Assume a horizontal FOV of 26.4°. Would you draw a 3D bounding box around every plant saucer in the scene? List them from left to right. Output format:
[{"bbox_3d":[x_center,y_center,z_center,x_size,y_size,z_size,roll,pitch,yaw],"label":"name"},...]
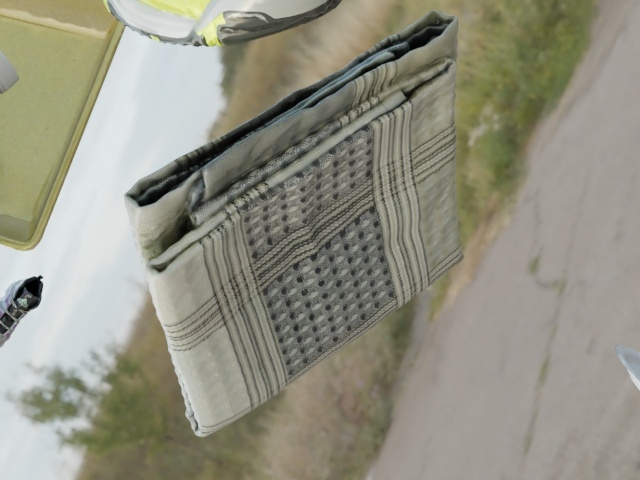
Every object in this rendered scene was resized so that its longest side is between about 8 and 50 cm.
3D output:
[{"bbox_3d":[-0.410,-0.168,1.635,0.081,0.332,0.333,53,-125,-68],"label":"plant saucer"}]

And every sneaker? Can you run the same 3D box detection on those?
[{"bbox_3d":[-0.338,0.075,1.506,0.069,0.038,0.098,-26,33,47],"label":"sneaker"},{"bbox_3d":[-0.112,-0.261,0.931,0.385,0.145,0.147,48,153,41],"label":"sneaker"}]

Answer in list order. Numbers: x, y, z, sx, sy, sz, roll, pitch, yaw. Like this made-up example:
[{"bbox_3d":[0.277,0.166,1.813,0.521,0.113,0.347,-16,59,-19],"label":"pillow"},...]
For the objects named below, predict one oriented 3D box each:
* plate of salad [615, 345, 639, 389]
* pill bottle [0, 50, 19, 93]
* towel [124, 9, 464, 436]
[{"bbox_3d":[0.399,0.167,1.444,0.048,0.200,0.200,-55,8,12],"label":"plate of salad"},{"bbox_3d":[-0.407,-0.143,1.451,0.169,0.094,0.094,-44,-1,-16],"label":"pill bottle"},{"bbox_3d":[0.000,0.000,1.123,0.312,0.056,0.324,-32,-35,-18],"label":"towel"}]
